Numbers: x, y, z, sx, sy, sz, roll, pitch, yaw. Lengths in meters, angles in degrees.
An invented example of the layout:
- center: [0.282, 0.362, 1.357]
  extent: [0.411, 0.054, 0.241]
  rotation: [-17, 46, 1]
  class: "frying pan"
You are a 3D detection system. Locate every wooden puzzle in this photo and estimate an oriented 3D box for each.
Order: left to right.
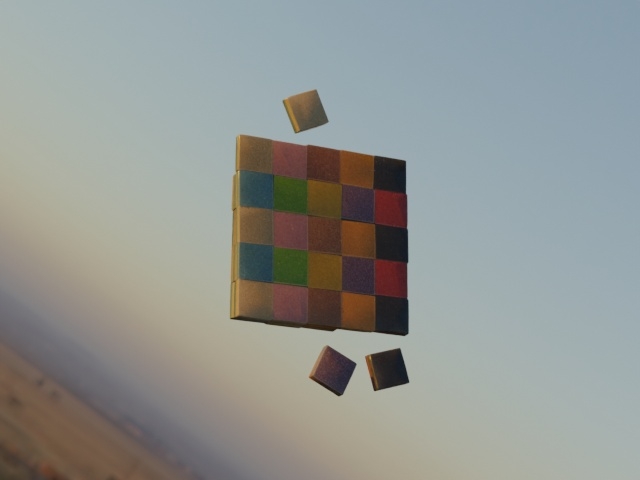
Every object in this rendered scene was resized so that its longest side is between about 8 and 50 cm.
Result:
- center: [0.000, 0.000, 0.483]
  extent: [0.049, 0.083, 0.006]
  rotation: [8, -18, -22]
  class: "wooden puzzle"
